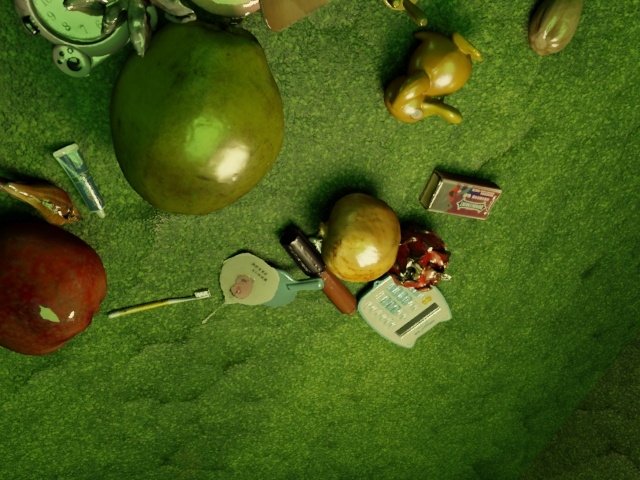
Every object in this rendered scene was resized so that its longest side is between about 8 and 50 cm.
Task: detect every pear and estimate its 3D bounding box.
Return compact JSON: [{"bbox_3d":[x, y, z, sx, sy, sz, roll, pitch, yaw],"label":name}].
[{"bbox_3d":[-0.248,-0.234,1.104,0.352,0.352,0.413,5,127,-25],"label":"pear"}]

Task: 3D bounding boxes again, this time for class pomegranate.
[{"bbox_3d":[0.104,-0.009,1.473,0.248,0.248,0.248,-11,129,-14],"label":"pomegranate"}]

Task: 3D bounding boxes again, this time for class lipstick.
[{"bbox_3d":[0.007,0.107,1.627,0.077,0.077,0.418,-33,132,5],"label":"lipstick"}]

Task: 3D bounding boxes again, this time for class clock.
[{"bbox_3d":[-0.455,-0.458,0.998,0.227,0.090,0.248,-33,129,4],"label":"clock"}]

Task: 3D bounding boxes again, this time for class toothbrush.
[{"bbox_3d":[-0.458,0.179,1.536,0.288,0.021,0.024,-12,119,-13],"label":"toothbrush"}]

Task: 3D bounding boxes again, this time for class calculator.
[{"bbox_3d":[0.283,0.226,1.837,0.256,0.054,0.386,-39,133,11],"label":"calculator"}]

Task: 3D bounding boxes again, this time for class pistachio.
[{"bbox_3d":[0.587,-0.550,1.330,0.126,0.108,0.185,-5,124,-48],"label":"pistachio"}]

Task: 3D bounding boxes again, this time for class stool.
[{"bbox_3d":[0.197,-0.546,1.171,0.134,0.110,0.135,-21,132,-7],"label":"stool"}]

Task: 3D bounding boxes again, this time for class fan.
[{"bbox_3d":[-0.256,0.160,1.581,0.182,0.010,0.310,39,115,-17],"label":"fan"}]

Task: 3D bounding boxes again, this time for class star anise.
[{"bbox_3d":[-0.320,-0.431,0.933,0.236,0.093,0.229,-11,89,-9],"label":"star anise"}]

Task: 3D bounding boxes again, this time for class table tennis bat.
[{"bbox_3d":[-0.106,0.132,1.580,0.237,0.038,0.149,-7,124,14],"label":"table tennis bat"}]

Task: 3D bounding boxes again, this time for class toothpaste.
[{"bbox_3d":[-0.549,-0.131,1.251,0.057,0.035,0.197,-30,132,-19],"label":"toothpaste"}]

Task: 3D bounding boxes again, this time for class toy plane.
[{"bbox_3d":[0.001,0.001,1.571,0.083,0.033,0.080,5,113,-24],"label":"toy plane"}]

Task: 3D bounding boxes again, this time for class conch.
[{"bbox_3d":[-0.627,-0.099,1.211,0.233,0.086,0.080,45,67,-41],"label":"conch"}]

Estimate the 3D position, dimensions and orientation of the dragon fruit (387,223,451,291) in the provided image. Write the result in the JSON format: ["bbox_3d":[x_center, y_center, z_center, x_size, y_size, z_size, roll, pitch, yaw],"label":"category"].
[{"bbox_3d":[0.278,0.057,1.593,0.193,0.274,0.192,-34,97,37],"label":"dragon fruit"}]

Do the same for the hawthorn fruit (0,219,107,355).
[{"bbox_3d":[-0.660,0.103,1.223,0.325,0.308,0.308,15,120,-19],"label":"hawthorn fruit"}]

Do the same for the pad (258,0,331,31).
[{"bbox_3d":[-0.038,-0.577,1.016,0.284,0.018,0.286,-45,138,-32],"label":"pad"}]

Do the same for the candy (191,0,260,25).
[{"bbox_3d":[-0.178,-0.552,1.027,0.255,0.094,0.255,-11,129,-14],"label":"candy"}]

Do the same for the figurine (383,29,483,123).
[{"bbox_3d":[0.269,-0.388,1.298,0.215,0.215,0.228,9,108,-27],"label":"figurine"}]

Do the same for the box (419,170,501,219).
[{"bbox_3d":[0.418,-0.134,1.608,0.224,0.069,0.120,5,124,-24],"label":"box"}]
